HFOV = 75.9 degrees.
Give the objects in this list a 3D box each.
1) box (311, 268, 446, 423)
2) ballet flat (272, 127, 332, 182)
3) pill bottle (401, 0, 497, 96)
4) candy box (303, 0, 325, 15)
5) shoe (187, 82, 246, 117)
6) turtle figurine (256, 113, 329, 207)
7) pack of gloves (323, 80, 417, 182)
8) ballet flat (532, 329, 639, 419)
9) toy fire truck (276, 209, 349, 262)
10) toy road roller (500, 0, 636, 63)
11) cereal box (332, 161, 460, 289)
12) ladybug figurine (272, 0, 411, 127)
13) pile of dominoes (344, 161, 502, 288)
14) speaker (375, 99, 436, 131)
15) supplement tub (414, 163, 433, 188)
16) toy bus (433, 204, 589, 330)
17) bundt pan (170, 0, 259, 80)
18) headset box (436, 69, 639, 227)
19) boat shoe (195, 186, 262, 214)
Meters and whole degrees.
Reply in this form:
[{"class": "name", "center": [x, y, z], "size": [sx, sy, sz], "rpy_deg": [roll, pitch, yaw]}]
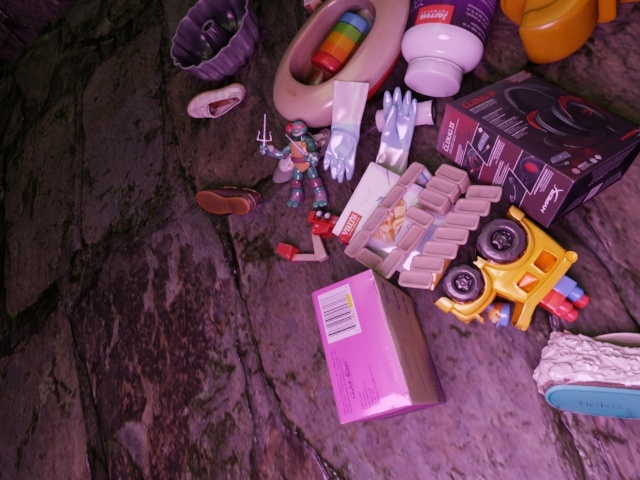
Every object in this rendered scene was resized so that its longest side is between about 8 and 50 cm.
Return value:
[{"class": "box", "center": [0.109, 0.195, 0.728], "size": [0.117, 0.243, 0.213], "rpy_deg": [-25, 62, 20]}, {"class": "ballet flat", "center": [-0.054, -0.229, 1.085], "size": [0.213, 0.068, 0.072], "rpy_deg": [-29, 60, 17]}, {"class": "pill bottle", "center": [0.291, -0.502, 0.916], "size": [0.182, 0.181, 0.322], "rpy_deg": [15, 89, 32]}, {"class": "candy box", "center": [-0.009, -0.737, 1.231], "size": [0.053, 0.109, 0.186], "rpy_deg": [-15, 65, 24]}, {"class": "shoe", "center": [-0.341, -0.441, 1.321], "size": [0.219, 0.076, 0.058], "rpy_deg": [-15, 60, 21]}, {"class": "turtle figurine", "center": [-0.050, -0.198, 0.992], "size": [0.118, 0.234, 0.175], "rpy_deg": [-31, 29, -35]}, {"class": "pack of gloves", "center": [0.107, -0.234, 0.921], "size": [0.195, 0.046, 0.232], "rpy_deg": [9, 102, 10]}, {"class": "ballet flat", "center": [0.528, 0.196, 0.571], "size": [0.409, 0.147, 0.147], "rpy_deg": [4, 73, 29]}, {"class": "toy fire truck", "center": [0.000, 0.000, 0.981], "size": [0.192, 0.047, 0.135], "rpy_deg": [15, 80, 32]}, {"class": "toy road roller", "center": [0.526, -0.487, 0.793], "size": [0.330, 0.202, 0.240], "rpy_deg": [15, 91, 37]}, {"class": "cereal box", "center": [0.167, -0.032, 0.845], "size": [0.240, 0.047, 0.173], "rpy_deg": [30, 95, 13]}, {"class": "ladybug figurine", "center": [0.068, -0.472, 1.054], "size": [0.449, 0.162, 0.305], "rpy_deg": [-50, 56, 4]}, {"class": "pile of dominoes", "center": [0.190, -0.027, 0.766], "size": [0.196, 0.040, 0.251], "rpy_deg": [35, 85, 41]}, {"class": "speaker", "center": [0.202, -0.295, 0.977], "size": [0.136, 0.055, 0.055], "rpy_deg": [-1, 71, 28]}, {"class": "supplement tub", "center": [0.197, -0.110, 0.900], "size": [0.107, 0.071, 0.071], "rpy_deg": [-36, 58, 13]}, {"class": "toy bus", "center": [0.339, 0.083, 0.719], "size": [0.211, 0.149, 0.220], "rpy_deg": [40, 95, 18]}, {"class": "bundt pan", "center": [-0.342, -0.678, 1.384], "size": [0.331, 0.124, 0.330], "rpy_deg": [-10, 66, 25]}, {"class": "headset box", "center": [0.378, -0.189, 0.752], "size": [0.218, 0.110, 0.293], "rpy_deg": [-27, 54, -20]}, {"class": "boat shoe", "center": [-0.259, -0.117, 1.163], "size": [0.207, 0.073, 0.073], "rpy_deg": [11, 40, 28]}]
